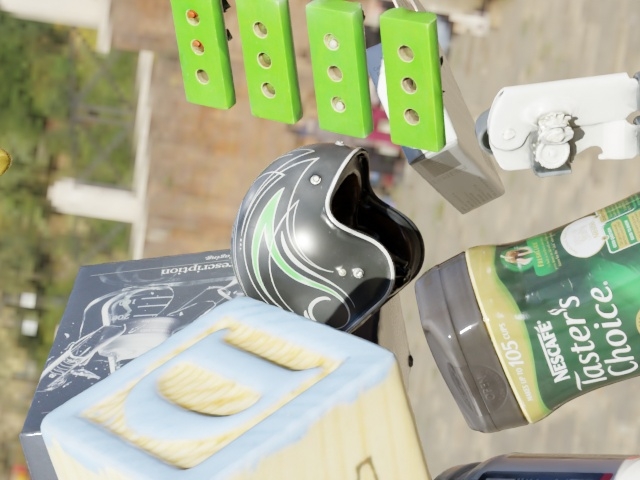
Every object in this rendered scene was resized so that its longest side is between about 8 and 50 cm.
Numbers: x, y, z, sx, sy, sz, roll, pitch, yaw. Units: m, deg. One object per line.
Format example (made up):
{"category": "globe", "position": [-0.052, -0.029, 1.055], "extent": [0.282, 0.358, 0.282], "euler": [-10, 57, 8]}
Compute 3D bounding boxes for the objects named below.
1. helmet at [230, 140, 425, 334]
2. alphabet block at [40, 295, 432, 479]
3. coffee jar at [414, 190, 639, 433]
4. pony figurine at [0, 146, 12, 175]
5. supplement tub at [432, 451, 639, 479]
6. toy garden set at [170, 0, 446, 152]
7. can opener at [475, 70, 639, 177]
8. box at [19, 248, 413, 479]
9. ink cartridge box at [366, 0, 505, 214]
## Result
{"category": "helmet", "position": [0.000, 0.000, 1.581], "extent": [0.169, 0.161, 0.169], "euler": [-42, -4, -4]}
{"category": "alphabet block", "position": [-0.047, 0.181, 1.227], "extent": [0.192, 0.193, 0.197], "euler": [18, 132, 51]}
{"category": "coffee jar", "position": [0.146, 0.031, 0.922], "extent": [0.079, 0.184, 0.096], "euler": [-95, -18, -58]}
{"category": "pony figurine", "position": [-0.495, -0.192, 1.629], "extent": [0.363, 0.351, 0.303], "euler": [53, 136, 21]}
{"category": "supplement tub", "position": [0.238, 0.300, 1.701], "extent": [0.272, 0.191, 0.191], "euler": [-7, 71, 48]}
{"category": "toy garden set", "position": [-0.008, -0.188, 1.369], "extent": [0.049, 0.244, 0.203], "euler": [-40, -46, -43]}
{"category": "can opener", "position": [0.259, -0.106, 1.352], "extent": [0.093, 0.280, 0.074], "euler": [-95, -1, -56]}
{"category": "box", "position": [-0.090, 0.157, 1.786], "extent": [0.312, 0.343, 0.179], "euler": [-84, -16, -59]}
{"category": "ink cartridge box", "position": [0.100, -0.167, 1.839], "extent": [0.239, 0.060, 0.275], "euler": [67, -169, 15]}
